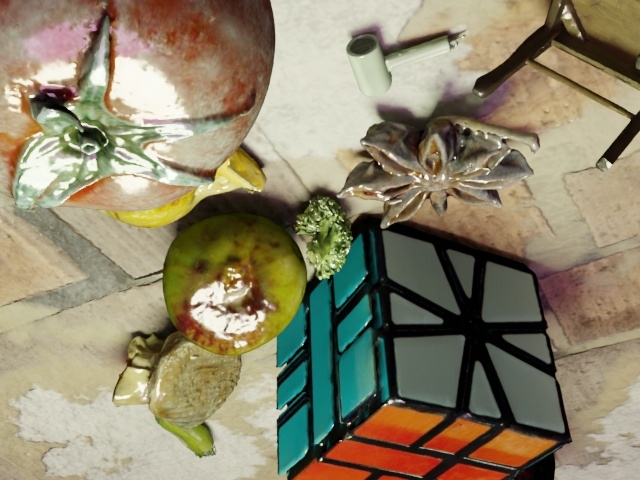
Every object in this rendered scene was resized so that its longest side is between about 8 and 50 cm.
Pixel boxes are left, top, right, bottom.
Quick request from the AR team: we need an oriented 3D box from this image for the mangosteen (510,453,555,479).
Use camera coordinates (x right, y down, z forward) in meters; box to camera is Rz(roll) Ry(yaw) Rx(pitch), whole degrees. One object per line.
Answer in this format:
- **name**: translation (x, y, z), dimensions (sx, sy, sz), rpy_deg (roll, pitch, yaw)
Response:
- **mangosteen**: translation (0.279, 0.383, 1.657), dimensions (0.250, 0.211, 0.211), rpy_deg (26, 143, 13)

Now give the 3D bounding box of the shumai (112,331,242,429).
- **shumai**: translation (-0.222, 0.194, 1.435), dimensions (0.153, 0.161, 0.209), rpy_deg (13, -177, 26)

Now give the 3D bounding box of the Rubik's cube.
- **Rubik's cube**: translation (0.122, 0.178, 1.300), dimensions (0.293, 0.288, 0.283), rpy_deg (17, 139, -26)

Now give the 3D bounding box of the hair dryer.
- **hair dryer**: translation (0.093, -0.199, 1.021), dimensions (0.124, 0.038, 0.063), rpy_deg (-17, 140, 9)

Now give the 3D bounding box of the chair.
- **chair**: translation (0.315, -0.225, 0.926), dimensions (0.186, 0.319, 0.160), rpy_deg (37, 146, 23)

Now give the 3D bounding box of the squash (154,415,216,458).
- **squash**: translation (-0.229, 0.324, 1.651), dimensions (0.052, 0.052, 0.183), rpy_deg (-15, 139, 16)

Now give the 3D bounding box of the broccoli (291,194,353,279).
- **broccoli**: translation (0.000, 0.000, 1.218), dimensions (0.095, 0.092, 0.097), rpy_deg (43, 134, -9)

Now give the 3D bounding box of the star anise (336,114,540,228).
- **star anise**: translation (0.145, -0.090, 1.120), dimensions (0.230, 0.081, 0.262), rpy_deg (24, 146, -29)

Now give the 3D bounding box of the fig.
- **fig**: translation (-0.112, 0.057, 1.232), dimensions (0.181, 0.181, 0.191), rpy_deg (8, 168, -13)

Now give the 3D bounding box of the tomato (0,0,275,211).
- **tomato**: translation (-0.198, -0.171, 0.836), dimensions (0.317, 0.282, 0.316), rpy_deg (-4, 144, -3)

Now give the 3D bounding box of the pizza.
- **pizza**: translation (-0.175, -0.065, 1.138), dimensions (0.204, 0.080, 0.188), rpy_deg (19, 137, -27)
